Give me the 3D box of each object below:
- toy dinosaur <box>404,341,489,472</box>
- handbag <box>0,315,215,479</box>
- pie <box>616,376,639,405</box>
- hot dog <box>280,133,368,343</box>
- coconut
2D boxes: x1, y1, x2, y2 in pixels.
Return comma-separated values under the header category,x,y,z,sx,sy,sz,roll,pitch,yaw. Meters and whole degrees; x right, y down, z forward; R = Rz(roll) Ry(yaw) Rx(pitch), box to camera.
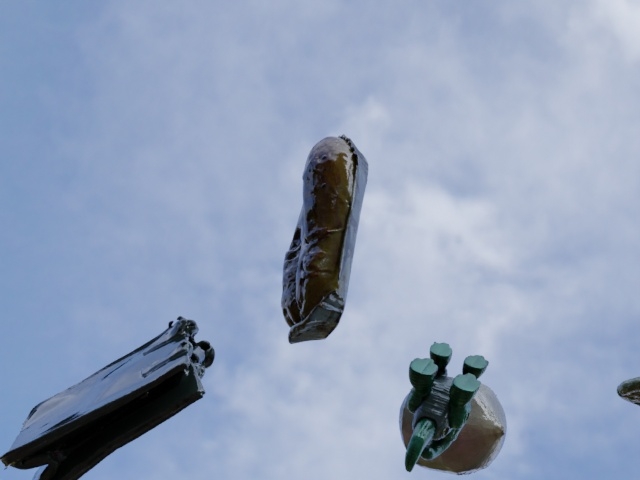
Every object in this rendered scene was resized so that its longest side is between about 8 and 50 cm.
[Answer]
category,x,y,z,sx,sy,sz,roll,pitch,yaw
toy dinosaur,0.097,0.143,1.090,0.059,0.132,0.096,18,-60,19
handbag,-0.246,0.197,1.594,0.260,0.247,0.079,-33,-82,0
pie,0.369,0.167,1.469,0.084,0.021,0.084,8,-26,4
hot dog,0.000,0.000,1.678,0.081,0.270,0.162,12,-21,-7
coconut,0.149,0.198,1.445,0.124,0.110,0.110,-2,-46,43
